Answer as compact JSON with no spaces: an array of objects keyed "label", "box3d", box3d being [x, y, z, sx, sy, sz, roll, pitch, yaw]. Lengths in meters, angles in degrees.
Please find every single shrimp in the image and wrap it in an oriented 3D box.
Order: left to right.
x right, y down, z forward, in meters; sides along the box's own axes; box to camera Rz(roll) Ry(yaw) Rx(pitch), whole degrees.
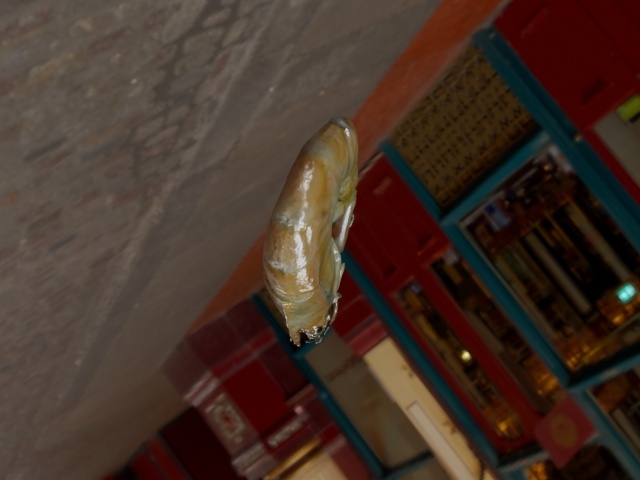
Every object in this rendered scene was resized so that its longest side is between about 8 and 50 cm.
[{"label":"shrimp","box3d":[-0.004,-0.001,0.668,0.236,0.053,0.133,89,15,-58]}]
